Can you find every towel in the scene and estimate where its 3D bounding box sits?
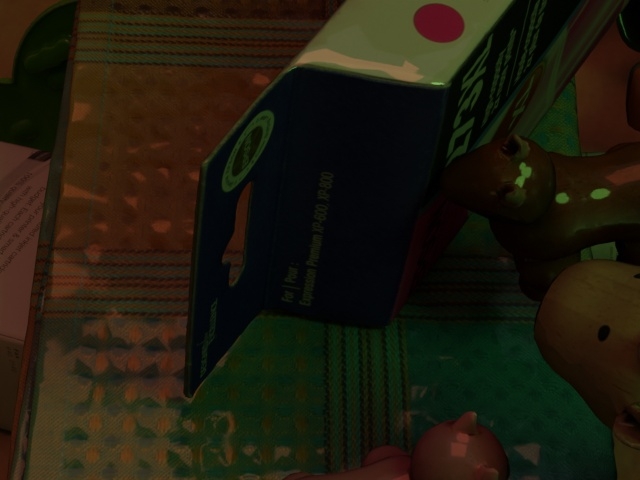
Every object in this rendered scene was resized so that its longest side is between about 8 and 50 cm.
[{"bbox_3d":[0.000,0.000,0.841,0.271,0.040,0.370,4,55,-5],"label":"towel"}]

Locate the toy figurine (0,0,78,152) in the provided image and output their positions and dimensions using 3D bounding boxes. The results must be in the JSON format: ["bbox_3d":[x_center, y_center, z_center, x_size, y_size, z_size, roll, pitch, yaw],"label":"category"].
[{"bbox_3d":[-0.113,-0.105,1.068,0.173,0.130,0.159,-17,18,27],"label":"toy figurine"}]

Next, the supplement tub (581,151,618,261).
[{"bbox_3d":[0.128,-0.012,0.920,0.107,0.071,0.071,-1,39,6],"label":"supplement tub"}]

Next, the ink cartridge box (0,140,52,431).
[{"bbox_3d":[-0.174,0.019,0.917,0.191,0.082,0.139,14,43,21],"label":"ink cartridge box"}]

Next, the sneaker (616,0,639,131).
[{"bbox_3d":[0.262,-0.176,1.054,0.148,0.131,0.350,9,42,13],"label":"sneaker"}]

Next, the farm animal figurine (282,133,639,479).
[{"bbox_3d":[0.139,0.098,0.647,0.327,0.172,0.330,17,68,6],"label":"farm animal figurine"}]

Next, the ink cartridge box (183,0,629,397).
[{"bbox_3d":[0.068,-0.090,0.779,0.069,0.176,0.371,32,58,15],"label":"ink cartridge box"}]
